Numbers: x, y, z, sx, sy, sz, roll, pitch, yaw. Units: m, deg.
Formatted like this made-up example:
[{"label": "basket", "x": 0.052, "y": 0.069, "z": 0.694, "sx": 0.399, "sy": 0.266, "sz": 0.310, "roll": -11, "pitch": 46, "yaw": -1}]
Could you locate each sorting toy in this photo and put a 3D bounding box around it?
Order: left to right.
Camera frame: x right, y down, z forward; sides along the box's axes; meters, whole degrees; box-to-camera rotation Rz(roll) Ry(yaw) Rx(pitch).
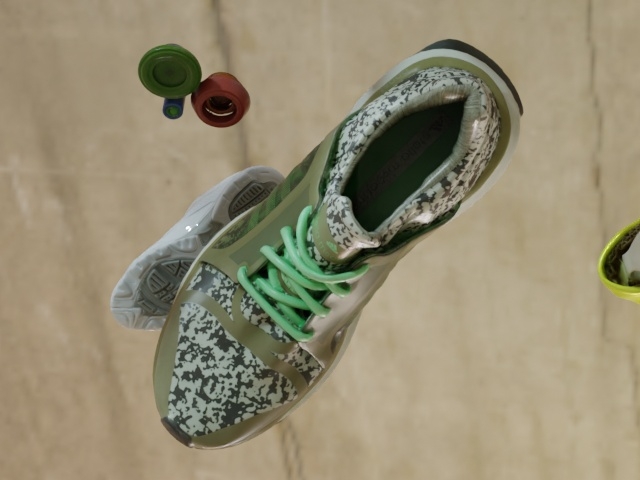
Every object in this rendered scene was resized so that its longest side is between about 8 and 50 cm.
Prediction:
[{"label": "sorting toy", "x": -0.104, "y": -0.130, "z": 1.323, "sx": 0.102, "sy": 0.061, "sz": 0.042, "roll": 35, "pitch": -145, "yaw": -28}]

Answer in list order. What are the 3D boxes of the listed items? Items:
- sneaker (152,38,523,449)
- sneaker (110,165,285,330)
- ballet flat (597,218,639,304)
[{"label": "sneaker", "x": 0.000, "y": 0.000, "z": 1.309, "sx": 0.410, "sy": 0.158, "sz": 0.182, "roll": -51, "pitch": -4, "yaw": 3}, {"label": "sneaker", "x": -0.131, "y": 0.010, "z": 1.748, "sx": 0.090, "sy": 0.232, "sz": 0.115, "roll": 52, "pitch": 173, "yaw": -15}, {"label": "ballet flat", "x": 0.268, "y": -0.017, "z": 1.022, "sx": 0.077, "sy": 0.231, "sz": 0.077, "roll": 6, "pitch": -118, "yaw": -42}]
